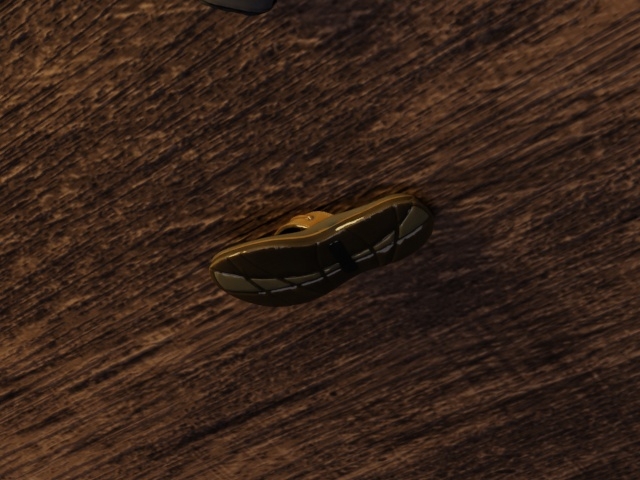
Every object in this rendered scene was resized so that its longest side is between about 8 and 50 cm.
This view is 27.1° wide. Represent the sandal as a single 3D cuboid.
[{"bbox_3d":[0.000,0.000,1.276,0.219,0.060,0.090,-23,130,11],"label":"sandal"}]

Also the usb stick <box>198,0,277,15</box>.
[{"bbox_3d":[-0.045,-0.296,1.026,0.077,0.045,0.278,16,132,-2],"label":"usb stick"}]
